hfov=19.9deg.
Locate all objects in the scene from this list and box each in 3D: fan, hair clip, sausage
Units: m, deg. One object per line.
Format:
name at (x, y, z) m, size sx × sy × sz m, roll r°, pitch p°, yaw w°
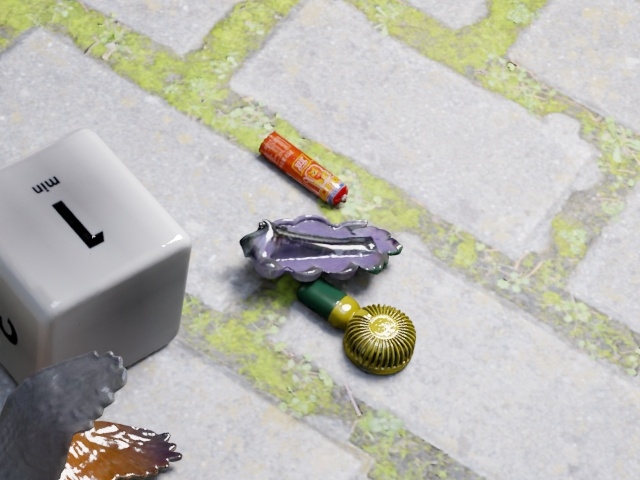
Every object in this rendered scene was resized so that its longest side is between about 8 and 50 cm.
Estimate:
fan at (0.039, 0.090, 2.077) m, size 0.155 × 0.039 × 0.082 m, roll 33°, pitch 54°, yaw 17°
hair clip at (0.001, -0.001, 2.118) m, size 0.195 × 0.052 × 0.124 m, roll 0°, pitch 38°, yaw -20°
sausage at (-0.016, -0.083, 2.206) m, size 0.129 × 0.034 × 0.034 m, roll 38°, pitch 55°, yaw 18°

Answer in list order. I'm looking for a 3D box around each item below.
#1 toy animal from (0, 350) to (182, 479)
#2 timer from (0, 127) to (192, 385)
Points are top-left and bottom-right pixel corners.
toy animal at (-0.279, 0.295, 1.820) m, size 0.302 × 0.225 × 0.284 m, roll -10°, pitch 66°, yaw 3°
timer at (-0.274, 0.030, 1.964) m, size 0.194 × 0.192 × 0.195 m, roll -30°, pitch 63°, yaw -29°
